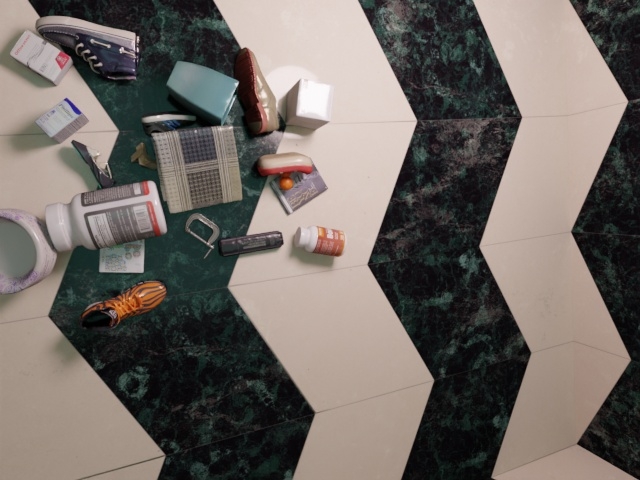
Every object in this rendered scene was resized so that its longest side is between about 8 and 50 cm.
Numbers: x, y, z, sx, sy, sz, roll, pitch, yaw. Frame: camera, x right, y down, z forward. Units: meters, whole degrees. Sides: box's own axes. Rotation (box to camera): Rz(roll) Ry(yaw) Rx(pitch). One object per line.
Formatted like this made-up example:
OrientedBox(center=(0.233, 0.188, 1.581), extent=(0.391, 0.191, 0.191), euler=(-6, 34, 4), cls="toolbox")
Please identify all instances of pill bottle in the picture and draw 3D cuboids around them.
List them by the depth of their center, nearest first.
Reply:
OrientedBox(center=(-0.766, -0.084, 1.507), extent=(0.362, 0.210, 0.210), euler=(-14, 99, -18), cls="pill bottle")
OrientedBox(center=(0.000, 0.000, 1.839), extent=(0.216, 0.121, 0.121), euler=(10, 91, -21), cls="pill bottle")

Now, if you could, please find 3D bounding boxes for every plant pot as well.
OrientedBox(center=(-0.462, -0.577, 1.612), extent=(0.234, 0.165, 0.165), euler=(25, 86, -13), cls="plant pot")

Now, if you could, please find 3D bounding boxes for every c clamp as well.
OrientedBox(center=(-0.493, -0.027, 1.710), extent=(0.160, 0.022, 0.137), euler=(44, 80, -18), cls="c clamp")

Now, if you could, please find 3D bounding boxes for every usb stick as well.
OrientedBox(center=(-0.296, 0.013, 1.774), extent=(0.278, 0.045, 0.077), euler=(-10, 90, -19), cls="usb stick")

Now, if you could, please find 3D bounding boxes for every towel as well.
OrientedBox(center=(-0.478, -0.281, 1.639), extent=(0.312, 0.056, 0.324), euler=(-14, 118, -23), cls="towel")

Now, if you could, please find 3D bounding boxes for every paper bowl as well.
OrientedBox(center=(-1.058, 0.031, 1.421), extent=(0.284, 0.148, 0.284), euler=(0, 100, -3), cls="paper bowl")

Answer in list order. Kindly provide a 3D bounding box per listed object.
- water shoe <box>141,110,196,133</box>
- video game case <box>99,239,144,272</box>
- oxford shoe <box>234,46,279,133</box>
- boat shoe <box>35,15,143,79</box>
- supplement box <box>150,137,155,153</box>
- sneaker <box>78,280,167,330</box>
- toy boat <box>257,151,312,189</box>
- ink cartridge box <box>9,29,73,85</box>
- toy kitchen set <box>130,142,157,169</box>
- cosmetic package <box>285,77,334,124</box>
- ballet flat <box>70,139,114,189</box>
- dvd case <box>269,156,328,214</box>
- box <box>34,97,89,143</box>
OrientedBox(center=(-0.591, -0.461, 1.628), extent=(0.203, 0.073, 0.080), euler=(-9, 124, -20), cls="water shoe")
OrientedBox(center=(-0.772, 0.053, 1.616), extent=(0.157, 0.019, 0.143), euler=(2, 94, -20), cls="video game case")
OrientedBox(center=(-0.260, -0.616, 1.721), extent=(0.130, 0.123, 0.348), euler=(-17, 98, -47), cls="oxford shoe")
OrientedBox(center=(-0.819, -0.678, 1.482), extent=(0.340, 0.127, 0.158), euler=(0, 86, -21), cls="boat shoe")
OrientedBox(center=(-0.610, -0.372, 1.608), extent=(0.083, 0.083, 0.056), euler=(-15, 101, -19), cls="supplement box")
OrientedBox(center=(-0.737, 0.260, 1.559), extent=(0.321, 0.180, 0.125), euler=(-25, 102, -16), cls="sneaker")
OrientedBox(center=(-0.147, -0.287, 1.753), extent=(0.231, 0.151, 0.151), euler=(-9, 113, -13), cls="toy boat")
OrientedBox(center=(-0.981, -0.642, 1.463), extent=(0.150, 0.063, 0.109), euler=(32, 83, -19), cls="ink cartridge box")
OrientedBox(center=(-0.685, -0.319, 1.618), extent=(0.068, 0.075, 0.083), euler=(-29, 67, 21), cls="toy kitchen set")
OrientedBox(center=(-0.049, -0.568, 1.744), extent=(0.151, 0.183, 0.151), euler=(5, 93, -20), cls="cosmetic package")
OrientedBox(center=(-0.836, -0.290, 1.541), extent=(0.074, 0.074, 0.203), euler=(-31, 110, -15), cls="ballet flat")
OrientedBox(center=(-0.094, -0.243, 1.841), extent=(0.221, 0.018, 0.165), euler=(-35, 105, -14), cls="dvd case")
OrientedBox(center=(-0.913, -0.423, 1.472), extent=(0.137, 0.126, 0.072), euler=(-44, 105, -12), cls="box")
